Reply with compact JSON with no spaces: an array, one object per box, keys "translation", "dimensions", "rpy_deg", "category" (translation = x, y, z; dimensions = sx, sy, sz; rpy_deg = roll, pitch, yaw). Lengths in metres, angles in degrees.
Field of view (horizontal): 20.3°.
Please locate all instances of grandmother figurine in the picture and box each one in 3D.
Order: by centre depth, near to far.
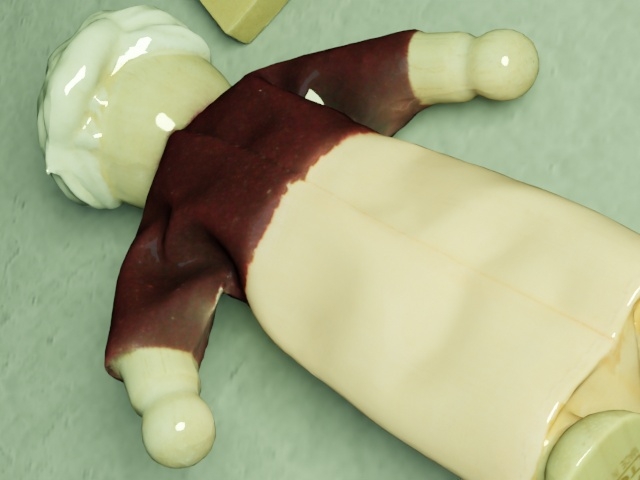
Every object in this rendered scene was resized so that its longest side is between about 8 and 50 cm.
[{"translation":[0.000,0.000,0.684],"dimensions":[0.208,0.104,0.342],"rpy_deg":[-42,47,-17],"category":"grandmother figurine"}]

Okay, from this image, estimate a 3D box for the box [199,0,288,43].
[{"translation":[-0.009,-0.209,0.800],"dimensions":[0.201,0.021,0.164],"rpy_deg":[-46,55,14],"category":"box"}]
